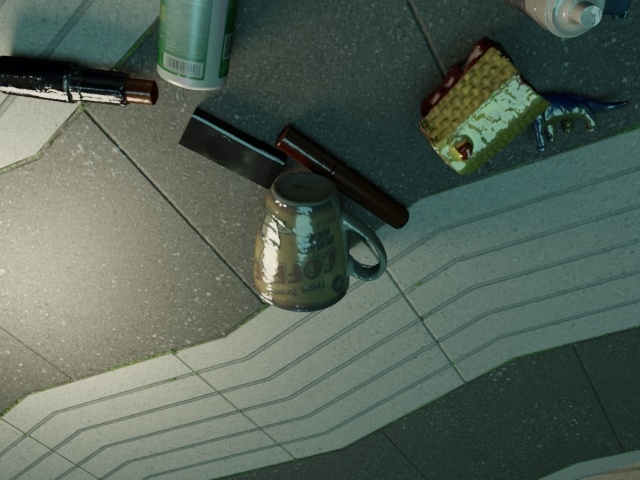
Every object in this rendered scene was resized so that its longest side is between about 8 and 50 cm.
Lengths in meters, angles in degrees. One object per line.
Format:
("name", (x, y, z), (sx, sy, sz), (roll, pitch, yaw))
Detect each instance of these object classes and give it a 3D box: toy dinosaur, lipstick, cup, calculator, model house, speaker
("toy dinosaur", (0.485, -0.294, 1.089), (0.248, 0.075, 0.188), (-19, 114, 18))
("lipstick", (0.057, -0.133, 1.196), (0.357, 0.057, 0.057), (31, 120, -23))
("cup", (0.000, 0.000, 1.169), (0.301, 0.227, 0.257), (9, 129, 6))
("calculator", (0.539, -0.474, 0.983), (0.094, 0.019, 0.141), (-5, 125, 1))
("lipstick", (-0.469, -0.303, 1.040), (0.300, 0.081, 0.081), (7, 126, -4))
("model house", (0.300, -0.237, 0.988), (0.160, 0.254, 0.196), (40, 118, -13))
("speaker", (-0.185, -0.196, 1.150), (0.218, 0.044, 0.082), (27, 121, -19))

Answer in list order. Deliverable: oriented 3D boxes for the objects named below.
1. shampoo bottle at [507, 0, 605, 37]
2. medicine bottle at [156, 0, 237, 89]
("shampoo bottle", (0.369, -0.396, 0.859), (0.092, 0.303, 0.092), (-1, 125, -1))
("medicine bottle", (-0.211, -0.415, 0.934), (0.133, 0.133, 0.274), (10, 126, -9))
